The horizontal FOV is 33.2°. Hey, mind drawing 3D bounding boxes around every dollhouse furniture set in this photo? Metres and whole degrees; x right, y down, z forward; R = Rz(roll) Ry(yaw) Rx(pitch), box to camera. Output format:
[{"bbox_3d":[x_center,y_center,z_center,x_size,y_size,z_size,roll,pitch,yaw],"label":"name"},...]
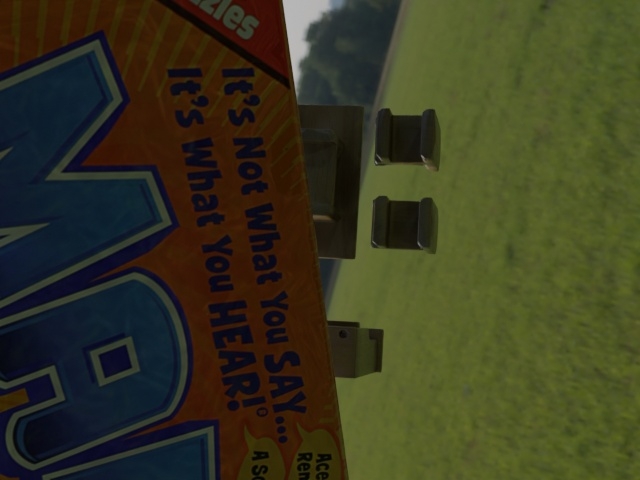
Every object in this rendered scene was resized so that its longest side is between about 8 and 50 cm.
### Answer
[{"bbox_3d":[0.000,0.000,0.984,0.161,0.212,0.242,28,-115,-79],"label":"dollhouse furniture set"}]

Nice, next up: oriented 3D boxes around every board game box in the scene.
[{"bbox_3d":[-0.234,-0.005,0.599,0.356,0.357,0.356,44,149,51],"label":"board game box"}]
